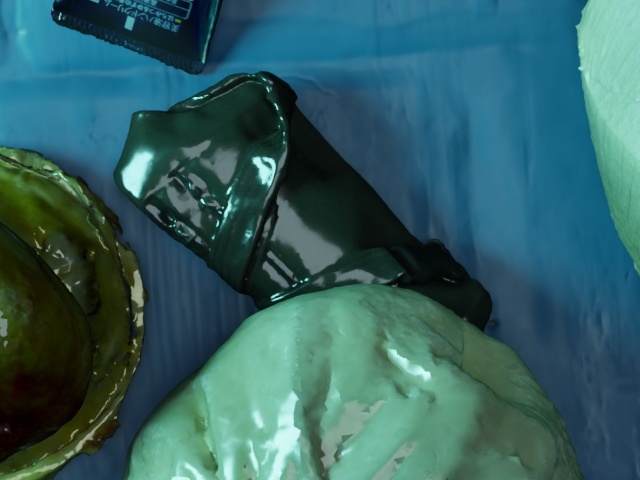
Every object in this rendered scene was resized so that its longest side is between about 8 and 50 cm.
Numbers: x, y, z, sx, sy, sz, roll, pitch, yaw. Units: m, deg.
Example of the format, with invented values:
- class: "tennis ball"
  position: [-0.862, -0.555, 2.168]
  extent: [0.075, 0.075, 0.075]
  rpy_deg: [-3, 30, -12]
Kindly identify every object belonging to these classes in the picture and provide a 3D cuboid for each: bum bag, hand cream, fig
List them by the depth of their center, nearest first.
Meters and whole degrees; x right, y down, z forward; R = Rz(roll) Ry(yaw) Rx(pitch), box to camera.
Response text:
- class: "fig"
  position: [-0.260, 0.020, 1.280]
  extent: [0.170, 0.145, 0.274]
  rpy_deg: [-22, 78, -10]
- class: "hand cream"
  position: [-0.101, -0.257, 1.379]
  extent: [0.120, 0.061, 0.270]
  rpy_deg: [20, 111, -4]
- class: "bum bag"
  position: [0.000, 0.000, 1.409]
  extent: [0.326, 0.080, 0.142]
  rpy_deg: [41, 90, -5]

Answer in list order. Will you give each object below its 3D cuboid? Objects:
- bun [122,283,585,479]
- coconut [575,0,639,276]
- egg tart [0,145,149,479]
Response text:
- class: "bun"
  position: [0.023, 0.213, 1.320]
  extent: [0.360, 0.211, 0.359]
  rpy_deg: [-1, 106, -4]
- class: "coconut"
  position: [0.340, -0.094, 1.307]
  extent: [0.360, 0.346, 0.346]
  rpy_deg: [-40, 94, 22]
- class: "egg tart"
  position: [-0.261, 0.062, 1.382]
  extent: [0.279, 0.095, 0.278]
  rpy_deg: [0, 91, -3]
